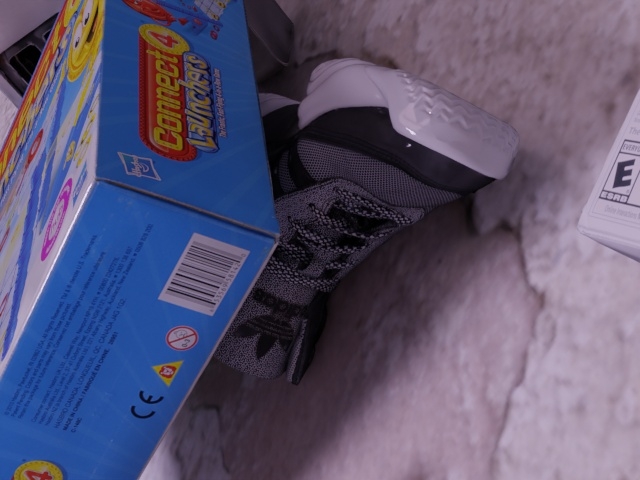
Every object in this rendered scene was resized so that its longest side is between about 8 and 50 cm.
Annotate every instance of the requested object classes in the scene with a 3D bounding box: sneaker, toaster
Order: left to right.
[{"bbox_3d":[-0.129,-0.150,0.863,0.168,0.186,0.110,-31,30,15],"label":"toaster"},{"bbox_3d":[0.000,0.000,0.664,0.268,0.101,0.153,1,69,66],"label":"sneaker"}]

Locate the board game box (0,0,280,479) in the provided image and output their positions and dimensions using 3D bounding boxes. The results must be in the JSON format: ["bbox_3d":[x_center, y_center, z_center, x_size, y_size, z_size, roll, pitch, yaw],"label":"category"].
[{"bbox_3d":[-0.138,0.011,0.719,0.308,0.086,0.302,-59,24,29],"label":"board game box"}]

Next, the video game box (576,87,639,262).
[{"bbox_3d":[0.198,-0.063,0.431,0.205,0.048,0.187,22,89,61],"label":"video game box"}]
